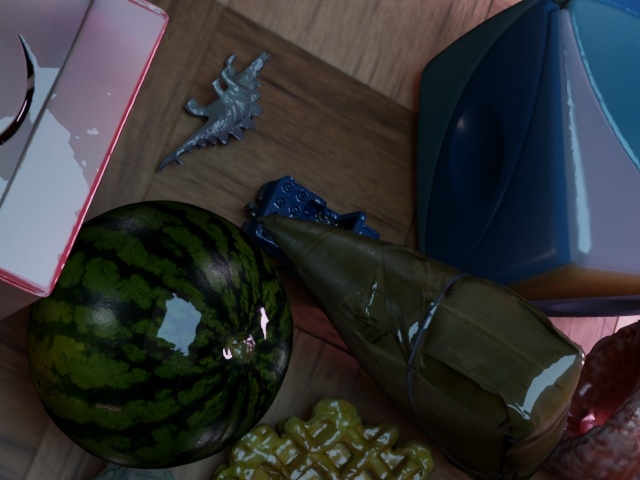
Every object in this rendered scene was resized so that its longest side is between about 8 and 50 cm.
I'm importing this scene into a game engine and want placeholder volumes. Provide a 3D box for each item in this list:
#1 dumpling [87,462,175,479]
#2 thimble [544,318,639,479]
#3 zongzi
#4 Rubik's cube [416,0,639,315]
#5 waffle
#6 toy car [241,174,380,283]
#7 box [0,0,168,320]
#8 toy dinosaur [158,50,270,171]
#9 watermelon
[{"bbox_3d":[-0.207,0.326,1.517,0.153,0.108,0.219,25,73,-19],"label":"dumpling"},{"bbox_3d":[0.397,0.235,1.749,0.162,0.239,0.239,41,66,-14],"label":"thimble"},{"bbox_3d":[0.115,0.130,1.646,0.393,0.356,0.174,29,72,18],"label":"zongzi"},{"bbox_3d":[0.339,-0.090,1.715,0.347,0.352,0.351,4,77,-25],"label":"Rubik's cube"},{"bbox_3d":[-0.002,0.343,1.617,0.302,0.068,0.325,4,80,-18],"label":"waffle"},{"bbox_3d":[0.000,0.000,1.678,0.191,0.100,0.097,31,69,-18],"label":"toy car"},{"bbox_3d":[-0.378,-0.119,1.406,0.300,0.312,0.314,27,71,-18],"label":"box"},{"bbox_3d":[-0.120,-0.151,1.684,0.082,0.039,0.209,47,66,-12],"label":"toy dinosaur"},{"bbox_3d":[-0.170,0.100,1.471,0.285,0.285,0.285,5,78,-24],"label":"watermelon"}]
